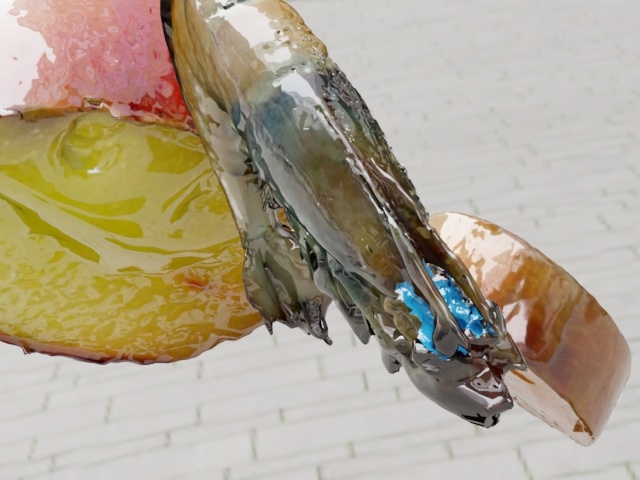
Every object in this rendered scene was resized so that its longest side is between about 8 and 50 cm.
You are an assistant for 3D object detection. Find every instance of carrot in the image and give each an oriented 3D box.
[{"bbox_3d":[0.180,0.094,1.435,0.258,0.307,0.100,36,76,19],"label":"carrot"}]

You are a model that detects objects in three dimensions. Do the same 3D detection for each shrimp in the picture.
[{"bbox_3d":[0.000,0.000,0.695,0.054,0.222,0.290,-26,55,-17],"label":"shrimp"}]

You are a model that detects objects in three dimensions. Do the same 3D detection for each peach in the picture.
[{"bbox_3d":[-0.136,-0.046,0.911,0.281,0.281,0.338,-4,10,24],"label":"peach"}]
